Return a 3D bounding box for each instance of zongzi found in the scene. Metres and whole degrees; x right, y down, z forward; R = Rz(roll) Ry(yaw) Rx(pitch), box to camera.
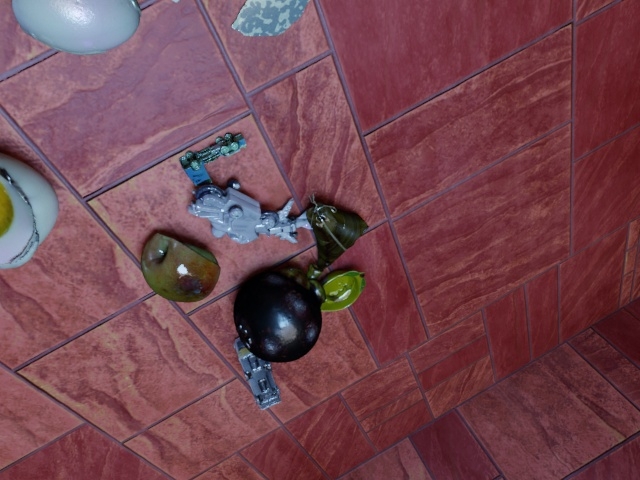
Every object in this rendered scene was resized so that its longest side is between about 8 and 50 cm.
[{"bbox_3d":[0.000,0.000,1.455,0.247,0.111,0.241,17,117,-51],"label":"zongzi"}]

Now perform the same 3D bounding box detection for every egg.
[{"bbox_3d":[-0.724,-0.090,1.041,0.286,0.174,0.264,19,115,-8],"label":"egg"},{"bbox_3d":[-0.455,-0.449,0.892,0.217,0.183,0.183,-3,124,-20],"label":"egg"}]

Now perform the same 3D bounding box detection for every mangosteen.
[{"bbox_3d":[-0.121,0.232,1.482,0.313,0.297,0.297,-20,140,-59],"label":"mangosteen"}]

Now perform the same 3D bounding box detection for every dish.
[{"bbox_3d":[0.061,0.158,1.637,0.207,0.080,0.149,-39,127,6],"label":"dish"}]

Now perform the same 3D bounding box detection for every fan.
[{"bbox_3d":[-0.103,-0.556,1.097,0.240,0.009,0.131,-39,131,4],"label":"fan"}]

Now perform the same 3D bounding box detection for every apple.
[{"bbox_3d":[-0.391,0.081,1.307,0.207,0.174,0.188,-4,164,31],"label":"apple"}]

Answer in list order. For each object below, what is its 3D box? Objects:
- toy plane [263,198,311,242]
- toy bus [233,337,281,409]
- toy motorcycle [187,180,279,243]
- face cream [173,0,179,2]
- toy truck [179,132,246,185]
[{"bbox_3d":[-0.108,-0.046,1.425,0.171,0.065,0.162,-19,132,-18],"label":"toy plane"},{"bbox_3d":[-0.219,0.474,1.690,0.097,0.138,0.343,-20,130,-10],"label":"toy bus"},{"bbox_3d":[-0.248,-0.063,1.310,0.260,0.110,0.171,23,128,-38],"label":"toy motorcycle"},{"bbox_3d":[-0.369,-0.598,0.880,0.348,0.081,0.174,20,88,-34],"label":"face cream"},{"bbox_3d":[-0.272,-0.213,1.230,0.175,0.067,0.081,-29,136,-8],"label":"toy truck"}]
